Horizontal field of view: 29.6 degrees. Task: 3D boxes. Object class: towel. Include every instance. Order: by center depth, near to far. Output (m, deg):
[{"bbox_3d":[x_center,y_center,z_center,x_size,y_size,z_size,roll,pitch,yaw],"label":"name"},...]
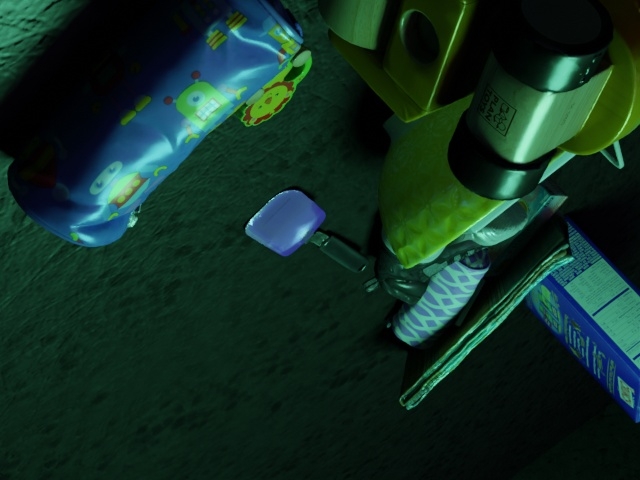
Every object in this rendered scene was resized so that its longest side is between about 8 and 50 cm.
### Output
[{"bbox_3d":[0.272,0.109,1.995,0.370,0.040,0.271,-46,-178,15],"label":"towel"}]

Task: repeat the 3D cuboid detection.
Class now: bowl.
[{"bbox_3d":[0.165,-0.113,1.453,0.289,0.156,0.289,-39,-179,1],"label":"bowl"}]

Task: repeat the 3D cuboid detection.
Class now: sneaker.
[{"bbox_3d":[0.175,0.007,1.772,0.268,0.101,0.153,-14,148,-36],"label":"sneaker"}]

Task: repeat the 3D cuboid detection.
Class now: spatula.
[{"bbox_3d":[0.000,0.000,1.600,0.084,0.030,0.296,-45,153,8],"label":"spatula"}]

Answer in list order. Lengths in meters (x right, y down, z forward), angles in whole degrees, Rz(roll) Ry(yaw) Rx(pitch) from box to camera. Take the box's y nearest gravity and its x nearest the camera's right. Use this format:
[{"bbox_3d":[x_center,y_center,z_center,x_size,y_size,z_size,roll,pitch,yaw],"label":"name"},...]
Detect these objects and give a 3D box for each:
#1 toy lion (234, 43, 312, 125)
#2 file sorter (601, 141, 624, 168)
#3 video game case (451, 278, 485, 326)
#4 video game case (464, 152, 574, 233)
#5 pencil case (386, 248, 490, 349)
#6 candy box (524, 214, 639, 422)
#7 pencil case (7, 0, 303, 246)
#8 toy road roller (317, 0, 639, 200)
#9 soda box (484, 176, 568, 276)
[{"bbox_3d":[-0.050,-0.163,1.275,0.100,0.034,0.096,-39,161,-1],"label":"toy lion"},{"bbox_3d":[0.422,-0.260,1.552,0.277,0.193,0.173,-41,157,5],"label":"file sorter"},{"bbox_3d":[0.233,0.102,1.999,0.087,0.011,0.122,-60,-176,-6],"label":"video game case"},{"bbox_3d":[0.252,-0.073,1.565,0.190,0.022,0.173,-38,-178,-3],"label":"video game case"},{"bbox_3d":[0.191,0.084,1.931,0.206,0.086,0.088,-56,-176,36],"label":"pencil case"},{"bbox_3d":[0.503,0.145,2.164,0.122,0.317,0.268,-36,155,-5],"label":"candy box"},{"bbox_3d":[-0.148,-0.122,1.103,0.306,0.119,0.133,-45,130,13],"label":"pencil case"},{"bbox_3d":[0.179,-0.219,1.146,0.240,0.329,0.202,-28,153,-30],"label":"toy road roller"},{"bbox_3d":[0.308,-0.024,1.934,0.063,0.058,0.183,-1,134,-52],"label":"soda box"}]
